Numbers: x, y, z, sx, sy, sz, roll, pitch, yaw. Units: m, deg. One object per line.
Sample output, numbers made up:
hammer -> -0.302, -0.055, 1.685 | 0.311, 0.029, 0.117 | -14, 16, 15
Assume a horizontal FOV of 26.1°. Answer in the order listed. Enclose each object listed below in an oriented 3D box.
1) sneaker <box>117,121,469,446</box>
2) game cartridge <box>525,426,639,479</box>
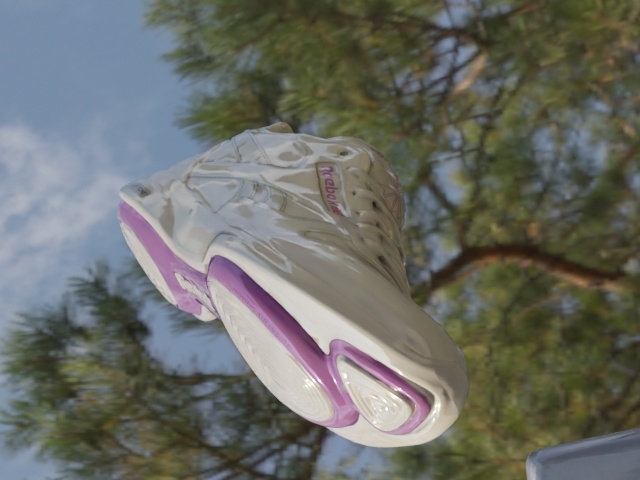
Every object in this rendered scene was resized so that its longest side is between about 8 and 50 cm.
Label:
sneaker -> 0.000, 0.000, 0.748 | 0.152, 0.305, 0.114 | -33, -56, -16
game cartridge -> 0.184, 0.081, 0.489 | 0.294, 0.196, 0.060 | 17, -124, -65
